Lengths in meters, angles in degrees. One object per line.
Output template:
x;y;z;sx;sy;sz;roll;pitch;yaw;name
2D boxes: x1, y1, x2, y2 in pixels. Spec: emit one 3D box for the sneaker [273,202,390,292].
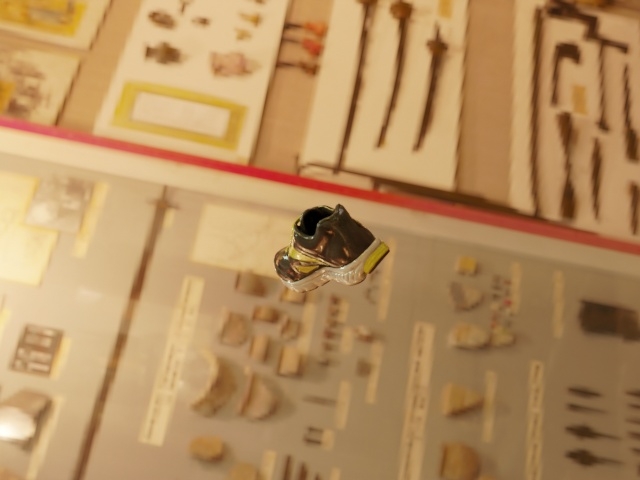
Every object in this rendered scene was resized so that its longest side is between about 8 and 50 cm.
0.000;0.000;0.562;0.031;0.035;0.083;-43;16;-27;sneaker
